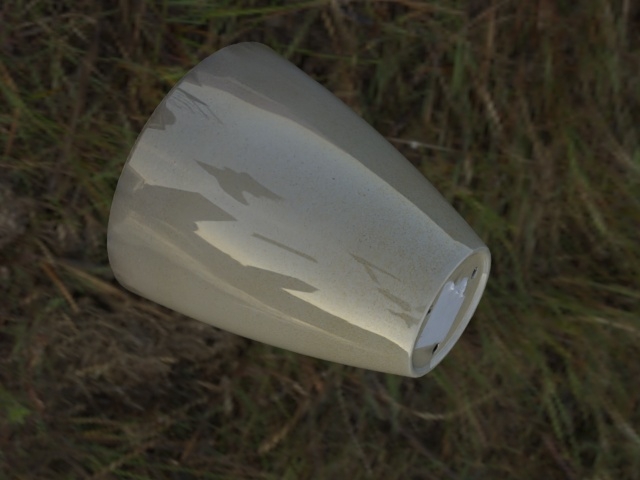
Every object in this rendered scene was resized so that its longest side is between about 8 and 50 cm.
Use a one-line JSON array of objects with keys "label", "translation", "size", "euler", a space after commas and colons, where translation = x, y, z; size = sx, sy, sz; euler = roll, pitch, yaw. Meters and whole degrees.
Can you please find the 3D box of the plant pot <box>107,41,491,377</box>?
[{"label": "plant pot", "translation": [0.000, 0.000, 1.207], "size": [0.256, 0.274, 0.256], "euler": [-45, 154, -30]}]
